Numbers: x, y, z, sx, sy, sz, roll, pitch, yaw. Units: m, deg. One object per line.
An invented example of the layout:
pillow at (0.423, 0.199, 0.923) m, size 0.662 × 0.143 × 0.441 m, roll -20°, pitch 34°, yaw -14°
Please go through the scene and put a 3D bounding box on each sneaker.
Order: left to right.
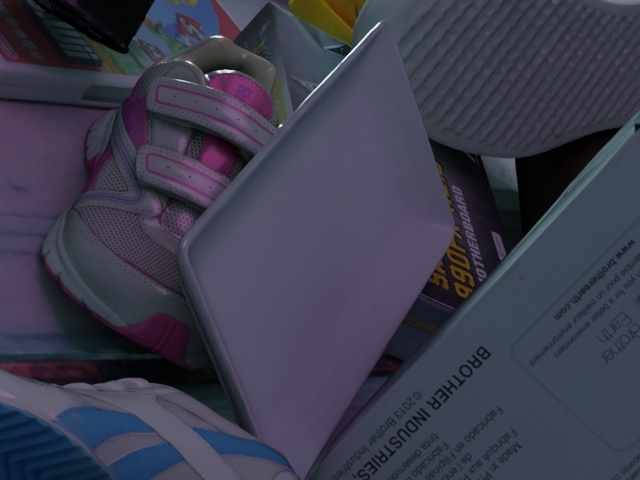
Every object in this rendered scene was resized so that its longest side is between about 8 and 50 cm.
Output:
sneaker at (-0.094, 0.098, 0.630) m, size 0.228 × 0.087 × 0.092 m, roll 30°, pitch 19°, yaw -36°
sneaker at (-0.074, -0.035, 0.828) m, size 0.103 × 0.111 × 0.252 m, roll 30°, pitch 28°, yaw -22°
sneaker at (0.130, -0.143, 1.116) m, size 0.366 × 0.135 × 0.150 m, roll -3°, pitch 22°, yaw -45°

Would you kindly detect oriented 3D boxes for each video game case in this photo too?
video game case at (-0.158, -0.161, 1.017) m, size 0.285 × 0.025 × 0.204 m, roll 0°, pitch 47°, yaw -55°

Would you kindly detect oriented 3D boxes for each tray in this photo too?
tray at (0.000, 0.000, 0.811) m, size 0.270 × 0.030 × 0.145 m, roll -53°, pitch 128°, yaw -52°

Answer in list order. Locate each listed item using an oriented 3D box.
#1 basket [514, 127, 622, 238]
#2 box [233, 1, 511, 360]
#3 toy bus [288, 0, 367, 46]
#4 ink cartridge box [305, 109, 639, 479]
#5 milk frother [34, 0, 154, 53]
basket at (0.232, -0.021, 1.194) m, size 0.204 × 0.154 × 0.227 m, roll 27°, pitch 24°, yaw -17°
box at (0.036, -0.030, 1.005) m, size 0.183 × 0.056 × 0.231 m, roll 25°, pitch 36°, yaw -33°
toy bus at (0.107, -0.220, 1.265) m, size 0.149 × 0.211 × 0.220 m, roll 47°, pitch 27°, yaw 9°
ink cartridge box at (0.225, 0.151, 0.757) m, size 0.395 × 0.270 × 0.151 m, roll 43°, pitch 28°, yaw 5°
milk frother at (-0.144, -0.204, 0.915) m, size 0.143 × 0.135 × 0.129 m, roll 34°, pitch -5°, yaw -21°
